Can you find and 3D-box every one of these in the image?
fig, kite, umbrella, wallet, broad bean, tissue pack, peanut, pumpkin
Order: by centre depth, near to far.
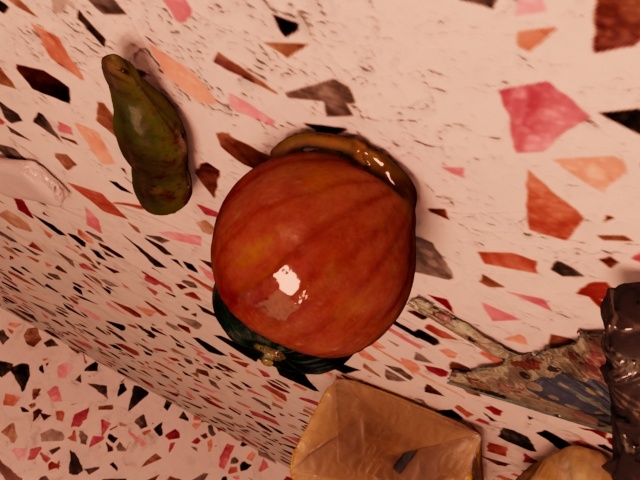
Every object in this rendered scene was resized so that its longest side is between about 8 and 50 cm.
[{"bbox_3d":[0.000,0.001,0.631,0.205,0.205,0.205,23,156,11],"label":"fig"},{"bbox_3d":[0.329,0.154,0.657,0.128,0.154,0.337,9,131,39],"label":"umbrella"},{"bbox_3d":[-0.176,-0.090,0.755,0.077,0.061,0.339,36,157,10],"label":"broad bean"},{"bbox_3d":[0.266,0.160,0.853,0.368,0.014,0.406,31,157,-5],"label":"kite"},{"bbox_3d":[-0.043,0.093,0.889,0.202,0.140,0.202,22,158,9],"label":"pumpkin"},{"bbox_3d":[0.369,0.392,1.075,0.130,0.130,0.290,22,158,12],"label":"peanut"},{"bbox_3d":[-0.468,-0.094,1.092,0.190,0.033,0.095,11,153,34],"label":"wallet"},{"bbox_3d":[0.143,0.449,1.300,0.293,0.228,0.382,19,154,24],"label":"tissue pack"}]
